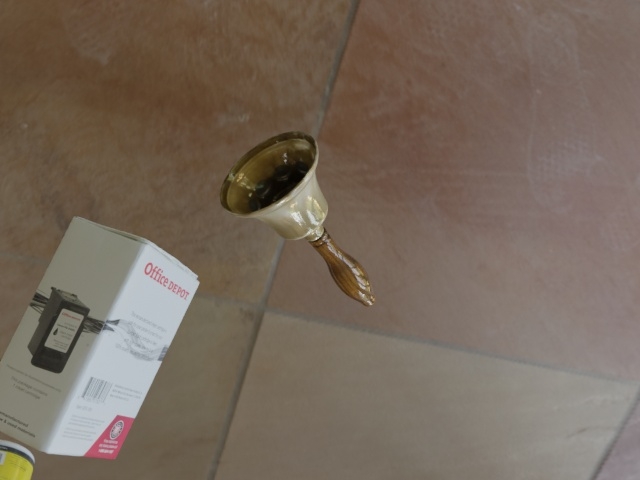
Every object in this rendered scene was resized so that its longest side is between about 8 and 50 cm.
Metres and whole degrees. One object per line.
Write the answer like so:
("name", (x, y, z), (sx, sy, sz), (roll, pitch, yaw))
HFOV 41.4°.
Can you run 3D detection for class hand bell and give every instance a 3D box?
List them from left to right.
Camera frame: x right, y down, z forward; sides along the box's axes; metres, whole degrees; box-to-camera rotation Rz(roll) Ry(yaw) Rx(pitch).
("hand bell", (0.000, 0.000, 1.000), (0.126, 0.126, 0.242), (-29, 128, 11))

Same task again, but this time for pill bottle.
("pill bottle", (-0.480, 0.385, 1.208), (0.103, 0.184, 0.103), (2, 140, 2))

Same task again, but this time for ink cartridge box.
("ink cartridge box", (-0.159, 0.072, 0.601), (0.063, 0.109, 0.150), (20, 78, 17))
